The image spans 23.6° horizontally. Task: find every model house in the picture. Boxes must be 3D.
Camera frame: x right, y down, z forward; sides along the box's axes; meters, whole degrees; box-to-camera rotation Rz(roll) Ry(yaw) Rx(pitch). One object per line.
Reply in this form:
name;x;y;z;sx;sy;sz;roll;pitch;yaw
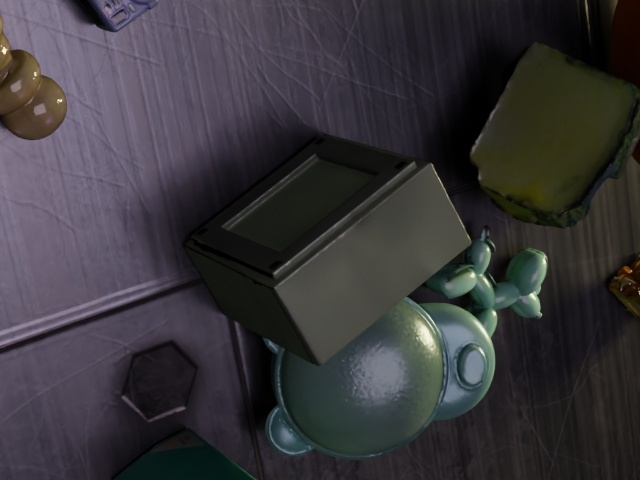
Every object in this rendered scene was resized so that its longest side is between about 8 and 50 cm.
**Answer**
model house;0.305;-0.102;1.884;0.194;0.170;0.211;-63;157;-4

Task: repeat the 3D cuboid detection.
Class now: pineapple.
pineapple;0.460;0.073;2.075;0.137;0.069;0.116;-13;108;-29

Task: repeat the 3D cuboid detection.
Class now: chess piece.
chess piece;-0.329;-0.169;1.551;0.094;0.094;0.170;-50;129;-11

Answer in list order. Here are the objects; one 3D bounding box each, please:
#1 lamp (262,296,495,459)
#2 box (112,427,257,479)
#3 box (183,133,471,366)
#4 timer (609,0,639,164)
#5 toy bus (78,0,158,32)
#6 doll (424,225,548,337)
lamp;0.072;0.152;1.821;0.284;0.147;0.209;-6;103;-30
box;-0.084;0.382;1.755;0.118;0.205;0.311;-40;118;-18
box;0.000;0.000;1.696;0.225;0.225;0.117;-38;118;-18
timer;0.454;-0.197;1.891;0.161;0.257;0.250;-22;110;3
toy bus;-0.240;-0.298;1.570;0.076;0.073;0.167;-41;119;-13
doll;0.221;0.061;1.937;0.158;0.059;0.159;-43;118;-14
